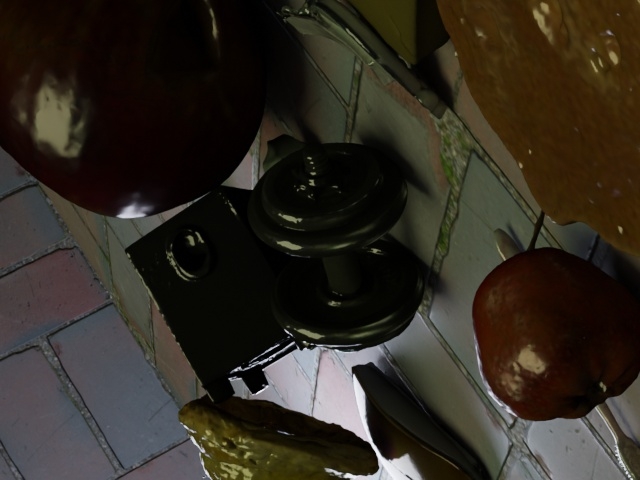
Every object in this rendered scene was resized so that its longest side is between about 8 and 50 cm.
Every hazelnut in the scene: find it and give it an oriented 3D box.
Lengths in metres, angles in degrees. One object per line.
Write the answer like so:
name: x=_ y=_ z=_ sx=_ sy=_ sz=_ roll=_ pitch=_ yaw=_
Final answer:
hazelnut: x=-0.248 y=-0.228 z=1.980 sx=0.429 sy=0.402 sz=0.402 roll=40 pitch=151 yaw=53

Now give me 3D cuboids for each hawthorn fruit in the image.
hawthorn fruit: x=0.212 y=0.068 z=1.465 sx=0.162 sy=0.163 sz=0.203 roll=89 pitch=158 yaw=-54

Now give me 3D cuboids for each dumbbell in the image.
dumbbell: x=0.020 y=0.006 z=1.828 sx=0.192 sy=0.192 sz=0.290 roll=42 pitch=153 yaw=47

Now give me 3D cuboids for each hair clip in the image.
hair clip: x=0.036 y=-0.207 z=1.631 sx=0.140 sy=0.054 sz=0.220 roll=43 pitch=180 yaw=-44

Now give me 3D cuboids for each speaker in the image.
speaker: x=-0.108 y=0.072 z=2.162 sx=0.254 sy=0.184 sz=0.232 roll=60 pitch=-168 yaw=9

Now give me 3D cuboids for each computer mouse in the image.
computer mouse: x=0.126 y=0.288 z=2.128 sx=0.310 sy=0.072 sz=0.158 roll=41 pitch=154 yaw=46

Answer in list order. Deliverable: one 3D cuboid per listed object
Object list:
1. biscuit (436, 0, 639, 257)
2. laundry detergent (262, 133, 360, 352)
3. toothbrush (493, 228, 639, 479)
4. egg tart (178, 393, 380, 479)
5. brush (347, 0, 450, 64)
biscuit: x=0.208 y=-0.167 z=1.272 sx=0.385 sy=0.062 sz=0.365 roll=67 pitch=164 yaw=-14
laundry detergent: x=0.000 y=0.000 z=2.017 sx=0.289 sy=0.094 sz=0.143 roll=65 pitch=175 yaw=-9
toothbrush: x=0.259 y=0.122 z=1.603 sx=0.307 sy=0.025 sz=0.029 roll=60 pitch=170 yaw=6
egg tart: x=-0.062 y=0.296 z=2.143 sx=0.290 sy=0.290 sz=0.115 roll=21 pitch=97 yaw=63
brush: x=0.058 y=-0.279 z=1.528 sx=0.197 sy=0.059 sz=0.123 roll=53 pitch=163 yaw=29
